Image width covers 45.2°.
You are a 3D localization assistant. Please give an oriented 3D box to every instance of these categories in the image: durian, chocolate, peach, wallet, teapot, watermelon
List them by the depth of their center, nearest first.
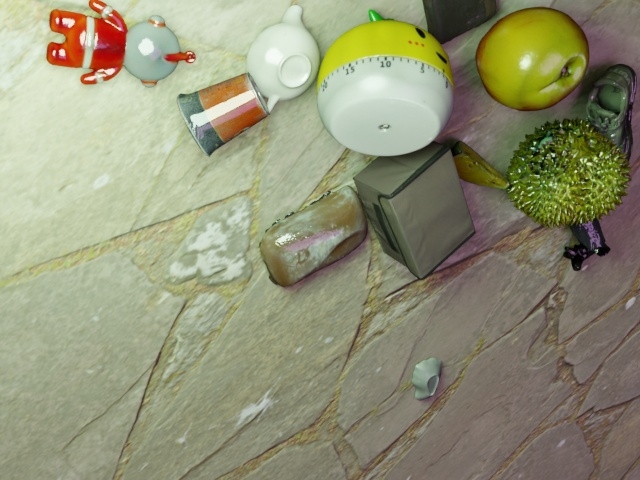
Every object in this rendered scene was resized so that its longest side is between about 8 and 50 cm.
[{"bbox_3d":[-0.072,-0.323,1.440,0.145,0.092,0.226,19,109,-35],"label":"teapot"},{"bbox_3d":[0.258,-0.555,1.521,0.165,0.042,0.309,-28,126,-10],"label":"wallet"},{"bbox_3d":[0.444,-0.381,1.622,0.231,0.231,0.230,-14,122,-23],"label":"peach"},{"bbox_3d":[-0.001,0.001,1.661,0.261,0.083,0.161,-32,129,-12],"label":"chocolate"},{"bbox_3d":[0.340,-0.164,1.764,0.182,0.092,0.075,26,115,-38],"label":"watermelon"},{"bbox_3d":[0.567,-0.162,1.794,0.291,0.291,0.224,-41,122,-4],"label":"durian"}]

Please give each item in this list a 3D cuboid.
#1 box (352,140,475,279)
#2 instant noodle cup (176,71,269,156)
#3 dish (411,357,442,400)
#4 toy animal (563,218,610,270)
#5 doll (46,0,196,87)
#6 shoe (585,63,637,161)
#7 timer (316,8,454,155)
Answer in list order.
[{"bbox_3d":[0.206,-0.080,1.681,0.188,0.153,0.252,-40,129,-13],"label":"box"},{"bbox_3d":[-0.171,-0.235,1.386,0.136,0.127,0.127,-26,128,5],"label":"instant noodle cup"},{"bbox_3d":[0.293,0.383,2.069,0.091,0.039,0.137,-9,119,-26],"label":"dish"},{"bbox_3d":[0.702,-0.024,2.032,0.121,0.117,0.210,-28,129,-6],"label":"toy animal"},{"bbox_3d":[-0.331,-0.327,1.297,0.245,0.076,0.142,1,116,-26],"label":"doll"},{"bbox_3d":[0.685,-0.274,1.861,0.149,0.109,0.292,-23,120,-45],"label":"shoe"},{"bbox_3d":[0.124,-0.327,1.479,0.285,0.285,0.285,-14,122,-23],"label":"timer"}]
